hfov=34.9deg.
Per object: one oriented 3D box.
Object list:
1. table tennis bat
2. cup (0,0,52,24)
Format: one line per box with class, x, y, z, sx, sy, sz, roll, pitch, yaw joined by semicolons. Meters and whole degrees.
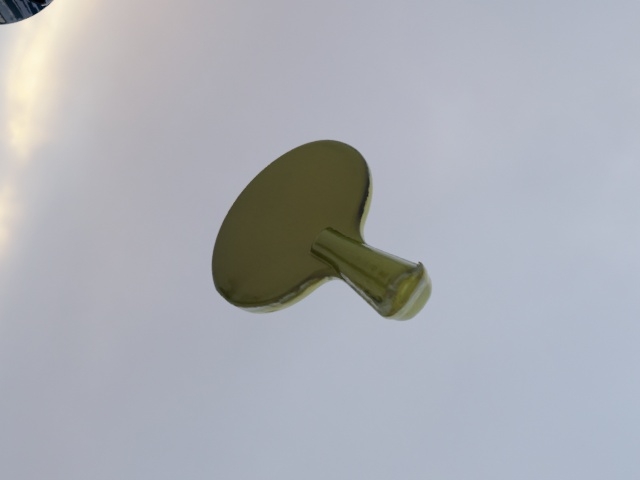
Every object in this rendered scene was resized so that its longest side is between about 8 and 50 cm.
table tennis bat;0.000;0.000;1.096;0.224;0.054;0.369;-55;-145;-5
cup;-0.328;-0.290;1.014;0.138;0.113;0.150;73;-3;-52
